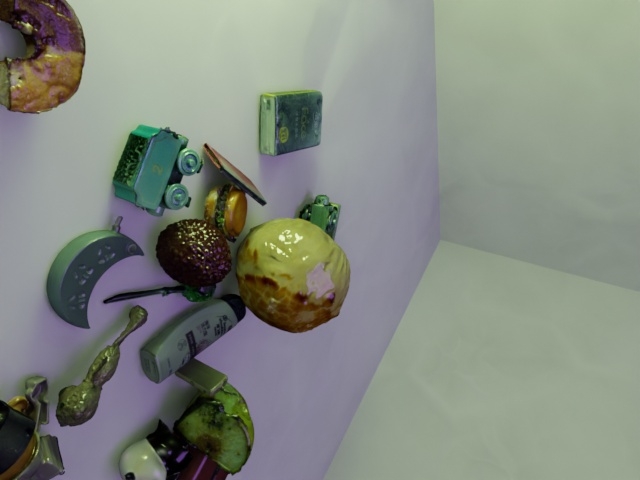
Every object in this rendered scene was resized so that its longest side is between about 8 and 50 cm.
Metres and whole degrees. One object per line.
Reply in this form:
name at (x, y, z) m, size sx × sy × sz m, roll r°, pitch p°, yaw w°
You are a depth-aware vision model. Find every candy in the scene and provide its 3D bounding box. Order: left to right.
candy at (-0.415, 0.135, 1.214) m, size 0.323 × 0.097 × 0.097 m, roll -4°, pitch 108°, yaw -52°

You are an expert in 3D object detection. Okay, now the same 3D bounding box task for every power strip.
power strip at (-0.499, 0.063, 1.021) m, size 0.253 × 0.054 × 0.167 m, roll -61°, pitch 151°, yaw -20°
power strip at (-0.348, 0.405, 1.363) m, size 0.076 × 0.169 × 0.028 m, roll -39°, pitch 140°, yaw -46°

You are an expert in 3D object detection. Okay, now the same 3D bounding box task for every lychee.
lychee at (-0.321, 0.041, 1.191) m, size 0.188 × 0.188 × 0.188 m, roll -38°, pitch 136°, yaw -48°

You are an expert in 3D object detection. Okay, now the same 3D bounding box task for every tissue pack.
tissue pack at (-0.095, -0.386, 1.489) m, size 0.257 × 0.081 × 0.185 m, roll -29°, pitch 130°, yaw -52°

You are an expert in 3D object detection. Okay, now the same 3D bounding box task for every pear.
pear at (-0.296, 0.552, 1.431) m, size 0.164 × 0.238 × 0.255 m, roll -52°, pitch -179°, yaw 1°

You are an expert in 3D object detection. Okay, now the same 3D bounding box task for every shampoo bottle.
shampoo bottle at (-0.362, 0.264, 1.361) m, size 0.359 × 0.078 × 0.134 m, roll -34°, pitch 131°, yaw -50°

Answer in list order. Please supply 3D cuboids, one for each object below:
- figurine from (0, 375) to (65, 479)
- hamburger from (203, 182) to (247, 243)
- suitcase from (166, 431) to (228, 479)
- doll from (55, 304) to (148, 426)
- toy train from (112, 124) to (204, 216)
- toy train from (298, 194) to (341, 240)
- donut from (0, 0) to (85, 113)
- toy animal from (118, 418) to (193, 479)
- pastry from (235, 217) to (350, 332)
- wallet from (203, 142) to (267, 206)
figurine at (-0.622, 0.407, 0.890) m, size 0.308 × 0.143 × 0.308 m, roll 176°, pitch -90°, yaw -89°
hamburger at (-0.268, -0.082, 1.304) m, size 0.189 × 0.093 × 0.164 m, roll 59°, pitch 39°, yaw -74°
suitcase at (-0.425, 0.760, 1.430) m, size 0.297 × 0.161 × 0.236 m, roll -60°, pitch 149°, yaw -21°
doll at (-0.497, 0.283, 1.063) m, size 0.091 × 0.203 × 0.286 m, roll 39°, pitch 76°, yaw -19°
toy train at (-0.379, -0.161, 1.065) m, size 0.163 × 0.112 × 0.203 m, roll 22°, pitch 85°, yaw -56°
toy train at (0.000, 0.000, 1.821) m, size 0.237 × 0.150 × 0.369 m, roll -16°, pitch 119°, yaw -68°
donut at (-0.492, -0.327, 0.786) m, size 0.141 × 0.085 × 0.217 m, roll -6°, pitch 111°, yaw -61°
toy animal at (-0.471, 0.610, 1.289) m, size 0.179 × 0.166 × 0.138 m, roll -29°, pitch 107°, yaw -38°
pastry at (-0.098, 0.122, 1.456) m, size 0.312 × 0.388 × 0.388 m, roll -56°, pitch 148°, yaw -30°
wallet at (-0.239, -0.184, 1.305) m, size 0.025 × 0.119 × 0.232 m, roll -40°, pitch 150°, yaw 5°
